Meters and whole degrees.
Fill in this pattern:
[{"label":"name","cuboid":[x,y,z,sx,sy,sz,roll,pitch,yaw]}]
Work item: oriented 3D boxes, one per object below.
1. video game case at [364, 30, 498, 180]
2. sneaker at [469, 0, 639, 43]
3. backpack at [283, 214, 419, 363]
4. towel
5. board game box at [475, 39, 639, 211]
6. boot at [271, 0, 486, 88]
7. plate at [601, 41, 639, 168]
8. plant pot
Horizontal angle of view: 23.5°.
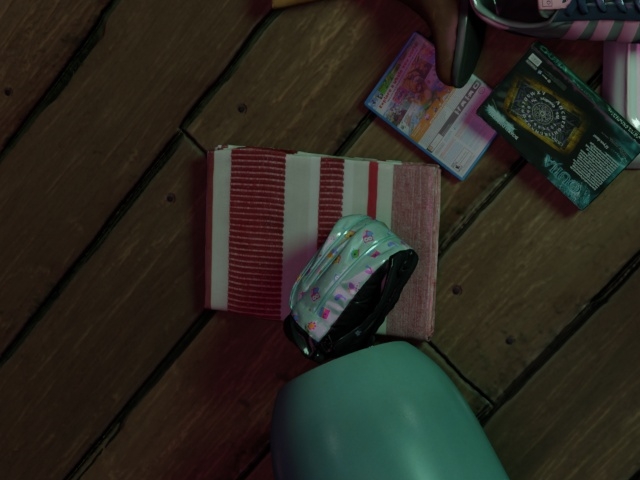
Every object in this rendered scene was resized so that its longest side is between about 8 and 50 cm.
[{"label":"video game case","cuboid":[0.154,-0.174,1.985,0.166,0.015,0.119,39,109,10]},{"label":"sneaker","cuboid":[0.323,-0.283,1.806,0.319,0.131,0.112,-1,94,37]},{"label":"backpack","cuboid":[0.038,0.059,1.961,0.115,0.152,0.182,38,106,15]},{"label":"towel","cuboid":[0.000,0.000,2.057,0.329,0.037,0.237,7,102,21]},{"label":"board game box","cuboid":[0.296,-0.140,1.900,0.186,0.026,0.126,44,128,5]},{"label":"boot","cuboid":[0.063,-0.318,1.951,0.281,0.096,0.264,-2,96,21]},{"label":"plate","cuboid":[0.473,-0.219,1.847,0.278,0.045,0.277,3,100,20]},{"label":"plant pot","cuboid":[0.068,0.267,1.947,0.293,0.293,0.235,-27,76,21]}]
